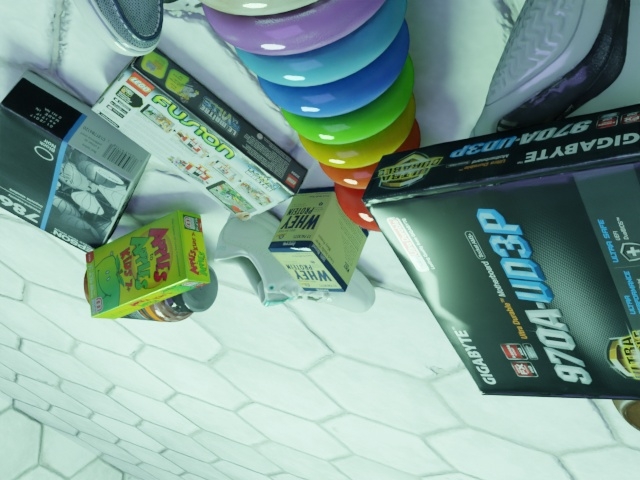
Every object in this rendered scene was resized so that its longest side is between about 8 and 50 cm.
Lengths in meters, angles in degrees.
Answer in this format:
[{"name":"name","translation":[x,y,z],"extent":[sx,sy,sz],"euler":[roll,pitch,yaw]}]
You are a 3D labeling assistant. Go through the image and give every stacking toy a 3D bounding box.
[{"name":"stacking toy","translation":[0.017,-0.115,0.548],"extent":[0.141,0.141,0.330],"euler":[9,152,23]}]

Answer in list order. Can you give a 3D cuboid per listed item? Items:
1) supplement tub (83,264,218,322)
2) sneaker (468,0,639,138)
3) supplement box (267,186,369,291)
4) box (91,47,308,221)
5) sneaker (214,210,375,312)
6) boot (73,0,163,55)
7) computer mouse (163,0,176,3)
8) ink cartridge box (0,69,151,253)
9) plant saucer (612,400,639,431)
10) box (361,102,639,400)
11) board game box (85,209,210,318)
[{"name":"supplement tub","translation":[-0.242,0.065,1.024],"extent":[0.198,0.106,0.106],"euler":[0,143,36]},{"name":"sneaker","translation":[0.205,-0.027,0.531],"extent":[0.210,0.137,0.365],"euler":[22,147,9]},{"name":"supplement box","translation":[0.000,0.000,0.772],"extent":[0.056,0.083,0.083],"euler":[-2,141,36]},{"name":"box","translation":[-0.125,-0.104,0.743],"extent":[0.207,0.036,0.114],"euler":[38,147,-23]},{"name":"sneaker","translation":[-0.034,0.048,0.863],"extent":[0.212,0.094,0.080],"euler":[31,148,-13]},{"name":"boot","translation":[-0.131,-0.216,0.469],"extent":[0.086,0.069,0.189],"euler":[7,127,34]},{"name":"computer mouse","translation":[-0.089,-0.259,0.481],"extent":[0.071,0.041,0.242],"euler":[46,144,4]},{"name":"ink cartridge box","translation":[-0.333,-0.070,0.920],"extent":[0.166,0.065,0.333],"euler":[30,150,-11]},{"name":"plant saucer","translation":[0.436,0.209,0.854],"extent":[0.169,0.029,0.168],"euler":[17,149,10]},{"name":"box","translation":[0.154,0.024,0.472],"extent":[0.175,0.051,0.220],"euler":[-7,132,36]},{"name":"board game box","translation":[-0.230,0.035,0.928],"extent":[0.181,0.092,0.043],"euler":[-21,160,30]}]
